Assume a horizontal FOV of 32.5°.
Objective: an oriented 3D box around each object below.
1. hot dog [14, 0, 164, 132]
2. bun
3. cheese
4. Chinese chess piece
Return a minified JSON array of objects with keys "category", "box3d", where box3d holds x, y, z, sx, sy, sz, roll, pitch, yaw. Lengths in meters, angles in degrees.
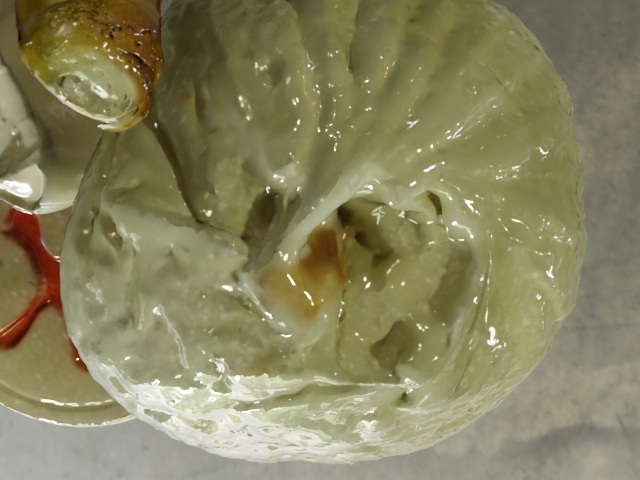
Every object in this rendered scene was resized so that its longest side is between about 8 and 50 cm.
[{"category":"hot dog","box3d":[-0.126,-0.163,0.606,0.068,0.289,0.083,-35,130,16]},{"category":"bun","box3d":[0.000,0.000,0.700,0.352,0.227,0.349,-13,111,4]},{"category":"cheese","box3d":[-0.196,-0.139,0.886,0.071,0.249,0.163,-26,109,42]},{"category":"Chinese chess piece","box3d":[-0.249,0.028,1.148,0.338,0.140,0.338,3,109,7]}]
